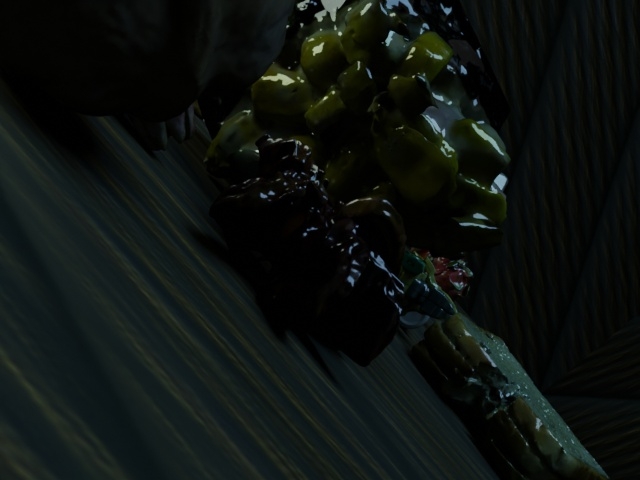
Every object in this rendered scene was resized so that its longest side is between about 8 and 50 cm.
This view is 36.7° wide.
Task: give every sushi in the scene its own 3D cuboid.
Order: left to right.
[{"bbox_3d":[0.029,-0.106,0.995,0.328,0.328,0.285,54,30,-42],"label":"sushi"}]

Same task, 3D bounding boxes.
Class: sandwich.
[{"bbox_3d":[0.246,0.228,1.282,0.273,0.095,0.249,54,11,33],"label":"sandwich"}]

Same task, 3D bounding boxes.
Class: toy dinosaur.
[{"bbox_3d":[0.076,0.029,1.342,0.259,0.094,0.153,35,1,19],"label":"toy dinosaur"}]

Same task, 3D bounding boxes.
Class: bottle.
[{"bbox_3d":[0.141,0.096,1.519,0.060,0.060,0.217,49,5,0],"label":"bottle"}]

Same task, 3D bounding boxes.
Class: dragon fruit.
[{"bbox_3d":[0.199,0.070,1.840,0.137,0.135,0.236,49,-15,-12],"label":"dragon fruit"}]

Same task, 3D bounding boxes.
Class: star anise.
[{"bbox_3d":[0.000,0.000,0.790,0.190,0.126,0.220,45,9,-2],"label":"star anise"}]

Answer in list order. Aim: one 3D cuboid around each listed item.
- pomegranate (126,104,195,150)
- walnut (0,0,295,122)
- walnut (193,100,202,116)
[{"bbox_3d":[-0.138,-0.166,0.796,0.163,0.125,0.138,50,-7,-2],"label":"pomegranate"},{"bbox_3d":[-0.119,-0.179,0.620,0.224,0.224,0.224,49,6,-7],"label":"walnut"},{"bbox_3d":[-0.159,-0.203,1.229,0.091,0.052,0.121,53,8,8],"label":"walnut"}]
